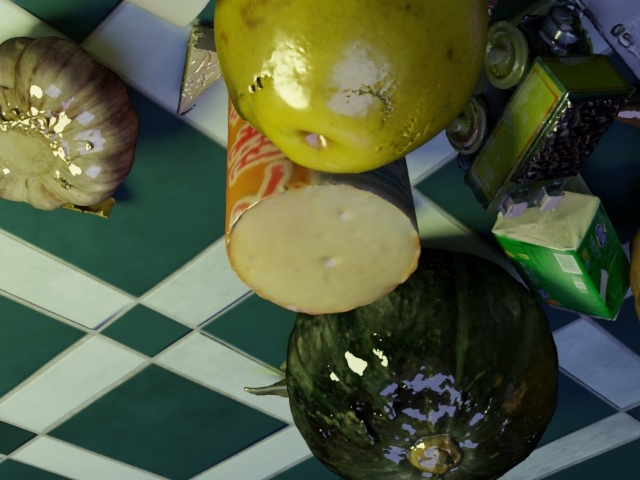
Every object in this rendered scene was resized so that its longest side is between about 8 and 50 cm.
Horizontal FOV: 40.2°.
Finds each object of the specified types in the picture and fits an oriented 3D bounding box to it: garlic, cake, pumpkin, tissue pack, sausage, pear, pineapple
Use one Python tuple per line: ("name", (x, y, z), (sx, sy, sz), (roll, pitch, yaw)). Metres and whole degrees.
("garlic", (-0.333, -0.153, 1.097), (0.245, 0.160, 0.244), (11, 132, 12))
("cake", (-0.162, -0.215, 1.111), (0.065, 0.052, 0.121), (23, 133, -34))
("pumpkin", (0.162, 0.221, 1.408), (0.455, 0.344, 0.454), (2, 134, 2))
("tissue pack", (0.384, -0.003, 1.341), (0.148, 0.156, 0.209), (12, 155, 42))
("sausage", (-0.003, -0.086, 1.091), (0.233, 0.287, 0.233), (-3, 139, -3))
("pear", (0.043, -0.236, 0.895), (0.285, 0.336, 0.285), (21, 144, 16))
("pineapple", (-0.362, -0.065, 1.254), (0.114, 0.077, 0.114), (-5, 136, 21))

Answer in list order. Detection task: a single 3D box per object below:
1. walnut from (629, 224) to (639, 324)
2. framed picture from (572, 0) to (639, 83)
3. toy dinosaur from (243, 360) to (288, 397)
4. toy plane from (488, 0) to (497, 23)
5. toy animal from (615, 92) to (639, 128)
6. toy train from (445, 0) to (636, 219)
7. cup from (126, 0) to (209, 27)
("walnut", (0.626, 0.064, 1.303), (0.306, 0.306, 0.344), (-26, 146, 23))
("framed picture", (0.504, -0.315, 1.034), (0.339, 0.014, 0.255), (-36, 117, 29))
("toy dinosaur", (0.012, 0.288, 1.660), (0.294, 0.077, 0.162), (21, 159, -18))
("toy plane", (0.130, -0.309, 1.028), (0.188, 0.062, 0.135), (18, 136, -3))
("toy animal", (0.436, -0.164, 1.202), (0.224, 0.066, 0.229), (-21, 124, 10))
("toy train", (0.264, -0.160, 1.090), (0.134, 0.177, 0.260), (-9, 144, -28))
("cup", (-0.218, -0.373, 0.772), (0.372, 0.253, 0.253), (21, 133, -25))
